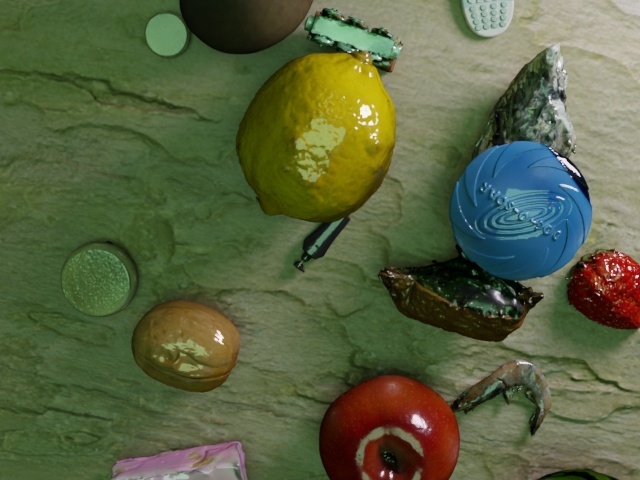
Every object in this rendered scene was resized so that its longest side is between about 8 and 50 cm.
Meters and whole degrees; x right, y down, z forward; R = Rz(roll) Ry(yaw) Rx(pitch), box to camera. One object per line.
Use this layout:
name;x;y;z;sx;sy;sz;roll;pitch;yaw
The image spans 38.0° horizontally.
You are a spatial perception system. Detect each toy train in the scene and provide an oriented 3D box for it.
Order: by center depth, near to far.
toy train;0.058;-0.352;1.637;0.175;0.118;0.074;19;94;3

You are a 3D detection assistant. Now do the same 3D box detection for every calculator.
calculator;0.296;-0.440;1.656;0.095;0.021;0.153;-9;100;3

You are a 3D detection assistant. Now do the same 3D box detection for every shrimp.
shrimp;0.353;0.322;1.783;0.195;0.035;0.148;-31;100;5

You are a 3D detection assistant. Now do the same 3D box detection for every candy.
candy;-0.267;0.489;1.789;0.265;0.116;0.156;-10;99;4

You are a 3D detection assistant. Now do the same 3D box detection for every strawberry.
strawberry;0.541;0.102;1.721;0.146;0.082;0.187;-38;101;14

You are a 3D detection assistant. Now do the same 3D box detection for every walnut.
walnut;-0.248;0.194;1.718;0.197;0.165;0.165;17;100;7

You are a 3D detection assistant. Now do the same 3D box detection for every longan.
longan;-0.124;-0.426;1.578;0.248;0.248;0.248;0;100;2

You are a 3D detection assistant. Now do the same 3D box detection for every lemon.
lemon;0.002;-0.177;1.595;0.268;0.268;0.322;41;100;-5

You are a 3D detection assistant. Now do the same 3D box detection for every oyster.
oyster;0.369;-0.177;1.646;0.162;0.158;0.351;-5;116;-32

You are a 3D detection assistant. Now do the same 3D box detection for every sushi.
sushi;0.256;0.087;1.690;0.287;0.149;0.140;19;134;14

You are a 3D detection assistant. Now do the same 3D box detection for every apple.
apple;0.125;0.376;1.708;0.260;0.216;0.261;0;97;3

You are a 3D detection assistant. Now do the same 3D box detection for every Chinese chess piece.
Chinese chess piece;-0.277;-0.373;1.682;0.084;0.034;0.084;0;102;0
Chinese chess piece;-0.417;0.073;1.753;0.144;0.058;0.144;1;102;2

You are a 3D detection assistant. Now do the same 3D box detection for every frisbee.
frisbee;0.342;-0.048;1.585;0.242;0.045;0.242;1;98;7

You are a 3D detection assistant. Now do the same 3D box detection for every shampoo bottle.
shampoo bottle;0.000;0.000;1.739;0.048;0.027;0.137;41;99;-3

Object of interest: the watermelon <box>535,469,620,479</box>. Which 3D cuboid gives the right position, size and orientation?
watermelon;0.475;0.558;1.692;0.285;0.285;0.285;0;100;2
